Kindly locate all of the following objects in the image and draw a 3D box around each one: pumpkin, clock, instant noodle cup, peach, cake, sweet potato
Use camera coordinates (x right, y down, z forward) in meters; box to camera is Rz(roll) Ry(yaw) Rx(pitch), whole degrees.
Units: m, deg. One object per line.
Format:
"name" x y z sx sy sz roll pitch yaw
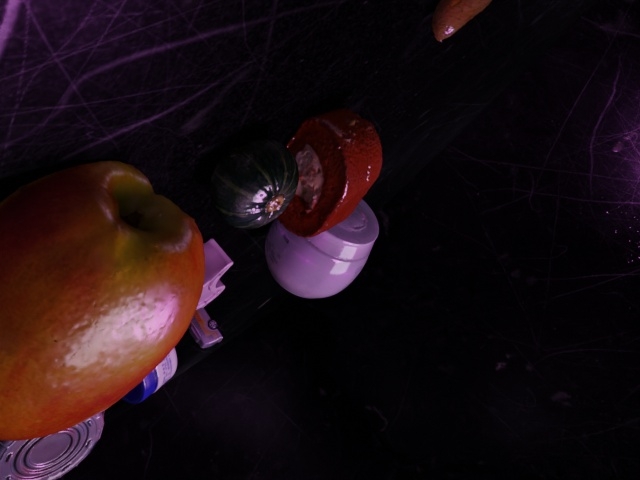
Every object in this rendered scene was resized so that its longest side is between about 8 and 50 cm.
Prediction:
"pumpkin" -0.114 -0.099 1.027 0.167 0.125 0.167 -31 162 -11
"clock" -0.312 0.105 1.463 0.290 0.080 0.275 -42 173 30
"instant noodle cup" -0.463 0.271 0.950 0.259 0.182 0.302 -9 128 -48
"peach" -0.334 0.109 0.765 0.380 0.242 0.306 -43 177 26
"cake" 0.007 -0.132 1.226 0.151 0.177 0.283 -32 168 -48
"sweet potato" 0.265 -0.442 0.964 0.114 0.092 0.341 -22 170 -6

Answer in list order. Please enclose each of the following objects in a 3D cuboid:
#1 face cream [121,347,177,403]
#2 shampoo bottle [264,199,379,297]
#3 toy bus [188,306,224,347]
"face cream" -0.406 0.234 1.279 0.111 0.206 0.206 -40 175 -44
"shampoo bottle" 0.000 0.000 1.618 0.273 0.273 0.266 -31 160 -50
"toy bus" -0.335 0.212 1.631 0.072 0.172 0.057 -29 168 -30
